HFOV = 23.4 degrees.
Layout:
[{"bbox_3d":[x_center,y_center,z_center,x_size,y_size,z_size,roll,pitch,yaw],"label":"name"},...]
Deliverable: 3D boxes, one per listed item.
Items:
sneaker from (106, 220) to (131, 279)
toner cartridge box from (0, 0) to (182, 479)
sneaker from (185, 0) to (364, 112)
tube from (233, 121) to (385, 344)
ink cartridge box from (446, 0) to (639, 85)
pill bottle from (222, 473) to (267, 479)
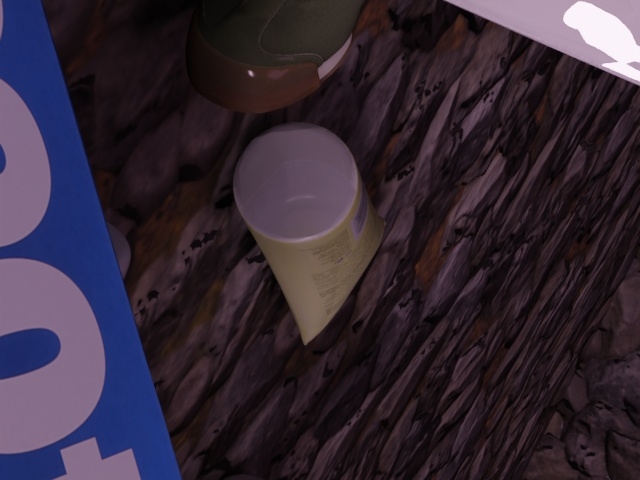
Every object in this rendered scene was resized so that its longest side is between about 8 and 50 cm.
[{"bbox_3d":[-0.156,0.086,0.449,0.296,0.105,0.147,-32,141,-64],"label":"sneaker"},{"bbox_3d":[-0.096,0.092,0.301,0.165,0.075,0.347,-16,89,-55],"label":"toner cartridge box"},{"bbox_3d":[0.004,-0.137,0.632,0.192,0.064,0.086,-53,161,-43],"label":"sneaker"},{"bbox_3d":[0.000,0.000,0.844,0.070,0.062,0.240,-17,165,4],"label":"tube"},{"bbox_3d":[0.149,-0.213,0.705,0.353,0.119,0.207,-54,166,-69],"label":"ink cartridge box"},{"bbox_3d":[-0.056,0.213,0.980,0.116,0.065,0.065,-65,162,12],"label":"pill bottle"}]
